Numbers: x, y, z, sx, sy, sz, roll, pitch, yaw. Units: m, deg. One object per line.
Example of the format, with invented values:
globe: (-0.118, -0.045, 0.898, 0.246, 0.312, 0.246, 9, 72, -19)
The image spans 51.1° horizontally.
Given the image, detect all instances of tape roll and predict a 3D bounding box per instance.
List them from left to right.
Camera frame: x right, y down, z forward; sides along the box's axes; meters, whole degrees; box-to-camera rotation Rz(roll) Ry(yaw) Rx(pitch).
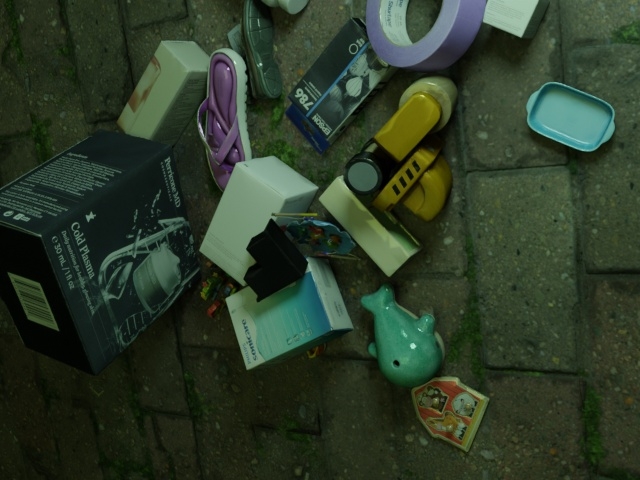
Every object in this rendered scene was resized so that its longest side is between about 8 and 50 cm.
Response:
tape roll: (0.225, -0.514, 1.473, 0.275, 0.090, 0.274, 0, 90, 49)

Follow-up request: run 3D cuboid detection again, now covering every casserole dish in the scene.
casserole dish: (0.539, -0.267, 1.442, 0.188, 0.037, 0.114, 29, 115, 20)

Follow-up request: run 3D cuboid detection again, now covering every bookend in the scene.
bookend: (-0.142, 0.053, 1.710, 0.157, 0.072, 0.156, -31, 109, 25)

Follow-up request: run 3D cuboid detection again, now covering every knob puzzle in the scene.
knob puzzle: (0.323, 0.441, 1.751, 0.213, 0.030, 0.213, 8, 107, 28)

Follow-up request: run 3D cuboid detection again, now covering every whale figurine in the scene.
whale figurine: (0.195, 0.249, 1.710, 0.216, 0.141, 0.272, -33, 85, 32)

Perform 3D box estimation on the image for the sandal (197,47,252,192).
sandal: (-0.282, -0.314, 1.843, 0.169, 0.102, 0.416, 18, 119, 36)

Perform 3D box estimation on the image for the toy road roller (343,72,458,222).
toy road roller: (0.233, -0.197, 1.551, 0.241, 0.202, 0.329, 39, 120, -1)

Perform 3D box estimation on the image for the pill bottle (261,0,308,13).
pill bottle: (-0.132, -0.665, 1.676, 0.221, 0.124, 0.124, 41, 119, 16)

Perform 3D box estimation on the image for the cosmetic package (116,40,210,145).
cosmetic package: (-0.433, -0.409, 1.900, 0.129, 0.153, 0.296, 47, 119, 11)

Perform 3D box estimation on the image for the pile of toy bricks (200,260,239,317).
pile of toy bricks: (-0.314, 0.127, 1.994, 0.118, 0.105, 0.212, 37, 118, 17)

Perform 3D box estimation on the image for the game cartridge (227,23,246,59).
game cartridge: (-0.218, -0.539, 1.822, 0.056, 0.017, 0.083, -30, 87, 29)

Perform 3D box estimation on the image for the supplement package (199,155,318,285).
supplement package: (-0.168, -0.057, 1.820, 0.175, 0.177, 0.293, 36, 118, 18)

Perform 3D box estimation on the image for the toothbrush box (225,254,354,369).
toothbrush box: (-0.089, 0.200, 1.822, 0.296, 0.126, 0.216, -29, 70, 24)

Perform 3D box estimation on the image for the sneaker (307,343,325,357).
sneaker: (-0.048, 0.249, 1.895, 0.064, 0.067, 0.175, -41, 80, 33)

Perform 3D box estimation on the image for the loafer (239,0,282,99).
loafer: (-0.173, -0.502, 1.763, 0.084, 0.096, 0.267, -1, 105, 40)

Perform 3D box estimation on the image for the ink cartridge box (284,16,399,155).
ink cartridge box: (0.037, -0.379, 1.689, 0.165, 0.065, 0.332, 49, 122, 10)

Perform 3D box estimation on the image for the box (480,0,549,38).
box: (0.413, -0.488, 1.420, 0.101, 0.102, 0.087, 31, 118, 21)

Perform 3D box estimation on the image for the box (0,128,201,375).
box: (-0.620, 0.021, 1.853, 0.298, 0.471, 0.479, 14, 130, 25)

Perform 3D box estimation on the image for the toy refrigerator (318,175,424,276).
toy refrigerator: (0.131, -0.046, 1.695, 0.269, 0.102, 0.094, 48, 121, 12)

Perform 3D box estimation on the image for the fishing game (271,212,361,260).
fishing game: (0.000, 0.000, 1.714, 0.189, 0.264, 0.041, 5, 66, 29)
